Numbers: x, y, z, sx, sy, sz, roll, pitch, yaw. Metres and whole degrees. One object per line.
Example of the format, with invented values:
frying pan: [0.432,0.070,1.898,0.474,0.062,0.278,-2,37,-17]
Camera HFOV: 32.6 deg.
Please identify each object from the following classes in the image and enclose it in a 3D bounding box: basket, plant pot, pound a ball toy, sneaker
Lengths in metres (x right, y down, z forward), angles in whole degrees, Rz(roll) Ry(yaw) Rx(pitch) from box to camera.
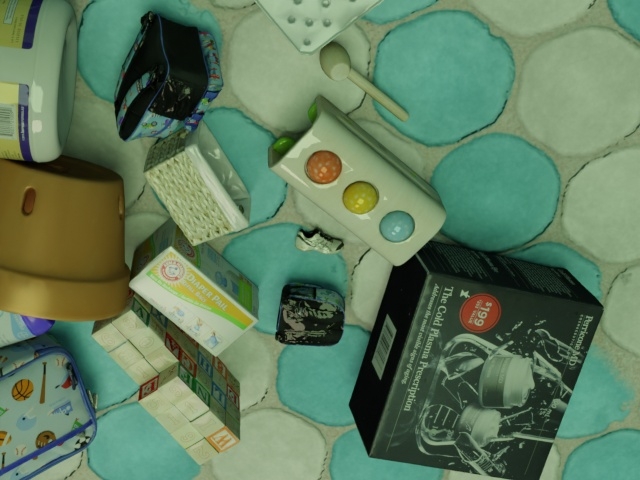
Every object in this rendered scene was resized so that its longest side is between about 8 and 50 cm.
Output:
basket: [-0.194,-0.088,1.726,0.103,0.113,0.167,-26,117,13]
plant pot: [-0.420,-0.020,1.674,0.291,0.291,0.203,13,100,-11]
pound a ball toy: [0.068,-0.127,1.709,0.319,0.135,0.208,38,110,-22]
sneaker: [0.000,0.000,1.833,0.083,0.032,0.037,4,119,-7]

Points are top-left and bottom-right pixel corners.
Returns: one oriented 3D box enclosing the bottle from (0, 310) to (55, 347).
bottle: [-0.591,0.135,1.833,0.283,0.092,0.118,-17,117,6]

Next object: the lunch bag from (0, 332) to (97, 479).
lunch bag: [-0.530,0.309,1.861,0.303,0.115,0.243,-26,120,-27]

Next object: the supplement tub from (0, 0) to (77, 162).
supplement tub: [-0.524,-0.242,1.545,0.332,0.241,0.241,6,118,-7]

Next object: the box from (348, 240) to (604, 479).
box: [0.254,0.200,1.840,0.313,0.179,0.343,11,108,-14]

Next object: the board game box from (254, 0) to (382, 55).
board game box: [0.009,-0.521,1.536,0.390,0.050,0.390,-36,116,15]

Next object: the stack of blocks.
stack of blocks: [-0.256,0.216,1.857,0.087,0.171,0.297,-32,116,13]

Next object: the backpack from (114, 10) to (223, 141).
backpack: [-0.236,-0.225,1.628,0.117,0.158,0.173,13,133,-31]

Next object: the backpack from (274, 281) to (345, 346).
backpack: [-0.015,0.124,1.870,0.114,0.084,0.105,8,119,-2]

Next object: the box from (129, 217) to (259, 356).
box: [-0.208,0.076,1.815,0.103,0.114,0.203,-40,113,17]
